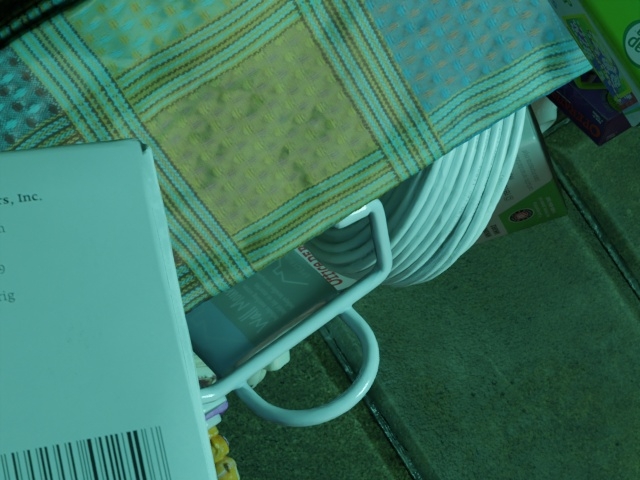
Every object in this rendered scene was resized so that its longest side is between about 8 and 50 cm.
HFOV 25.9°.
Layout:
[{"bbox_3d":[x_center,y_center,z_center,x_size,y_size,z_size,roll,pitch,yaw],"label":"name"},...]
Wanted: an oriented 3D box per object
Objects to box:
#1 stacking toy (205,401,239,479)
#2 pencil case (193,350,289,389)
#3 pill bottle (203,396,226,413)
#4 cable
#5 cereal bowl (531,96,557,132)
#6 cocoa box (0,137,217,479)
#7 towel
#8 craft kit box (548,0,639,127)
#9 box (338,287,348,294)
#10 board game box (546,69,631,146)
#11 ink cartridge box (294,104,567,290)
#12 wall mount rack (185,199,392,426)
[{"bbox_3d":[-0.198,0.228,1.980,0.165,0.302,0.175,-29,172,-29],"label":"stacking toy"},{"bbox_3d":[-0.235,0.109,1.167,0.410,0.183,0.160,-17,134,-31],"label":"pencil case"},{"bbox_3d":[-0.187,0.091,1.372,0.121,0.216,0.121,-33,174,-4],"label":"pill bottle"},{"bbox_3d":[0.063,-0.091,1.163,0.089,0.257,0.257,14,122,-29],"label":"cable"},{"bbox_3d":[0.174,-0.156,1.635,0.339,0.141,0.339,-33,174,-4],"label":"cereal bowl"},{"bbox_3d":[-0.252,0.107,0.686,0.347,0.231,0.228,-8,165,-22],"label":"cocoa box"},{"bbox_3d":[-0.015,-0.108,0.835,0.370,0.040,0.271,-33,134,4],"label":"towel"},{"bbox_3d":[0.190,-0.225,0.675,0.246,0.250,0.061,-32,175,-3],"label":"craft kit box"},{"bbox_3d":[0.000,0.000,1.847,0.247,0.163,0.142,-29,174,-31],"label":"box"},{"bbox_3d":[0.346,-0.251,1.438,0.347,0.208,0.056,-30,149,-22],"label":"board game box"},{"bbox_3d":[0.086,-0.065,1.425,0.289,0.121,0.211,-19,155,12],"label":"ink cartridge box"},{"bbox_3d":[-0.128,0.022,1.065,0.304,0.350,0.130,-34,138,-17],"label":"wall mount rack"}]
